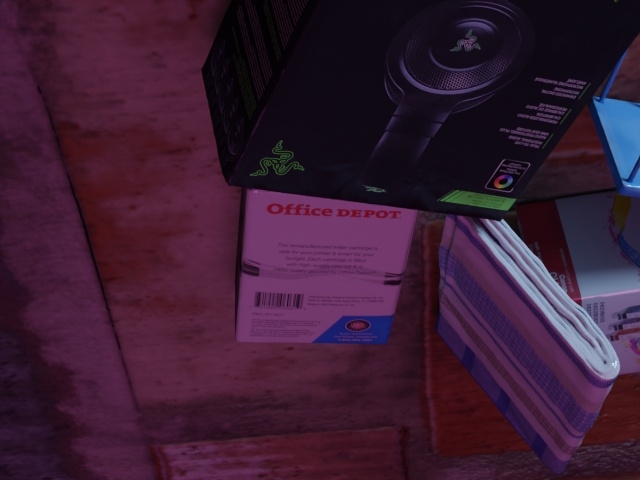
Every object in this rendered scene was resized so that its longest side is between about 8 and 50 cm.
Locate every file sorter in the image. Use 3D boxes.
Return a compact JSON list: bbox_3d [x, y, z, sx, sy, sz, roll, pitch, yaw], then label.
[{"bbox_3d":[0.328,-0.103,1.014,0.170,0.118,0.104,7,132,-11],"label":"file sorter"}]

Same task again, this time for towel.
[{"bbox_3d":[0.176,0.089,1.112,0.034,0.209,0.285,-32,156,-13],"label":"towel"}]

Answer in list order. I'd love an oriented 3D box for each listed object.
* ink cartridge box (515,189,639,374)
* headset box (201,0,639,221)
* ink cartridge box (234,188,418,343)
[{"bbox_3d":[0.281,0.039,1.151,0.176,0.127,0.128,-9,136,5],"label":"ink cartridge box"},{"bbox_3d":[0.071,-0.151,0.907,0.246,0.131,0.283,7,137,-26],"label":"headset box"},{"bbox_3d":[0.000,0.000,1.122,0.148,0.086,0.203,2,136,-7],"label":"ink cartridge box"}]
